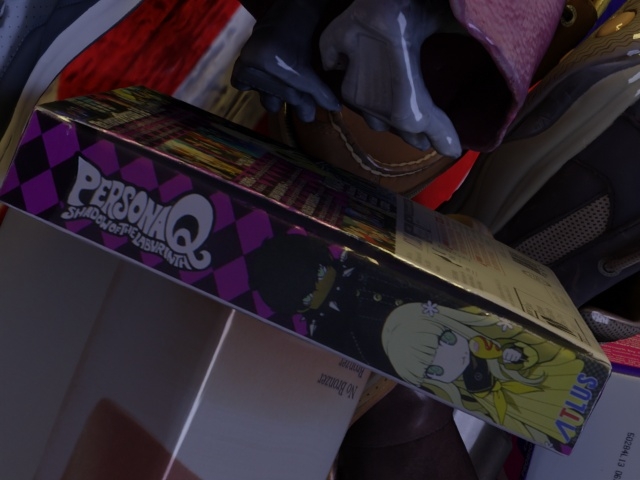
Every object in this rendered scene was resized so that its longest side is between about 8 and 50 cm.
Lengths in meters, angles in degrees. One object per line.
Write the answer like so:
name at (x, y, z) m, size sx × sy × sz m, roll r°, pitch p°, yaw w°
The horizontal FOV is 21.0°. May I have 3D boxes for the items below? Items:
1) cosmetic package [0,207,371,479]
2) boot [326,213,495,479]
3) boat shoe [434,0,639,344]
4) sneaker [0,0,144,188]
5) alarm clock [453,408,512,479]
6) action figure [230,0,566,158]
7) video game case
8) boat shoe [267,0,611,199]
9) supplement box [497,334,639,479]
cosmetic package at (-0.103, 0.141, 0.762) m, size 0.153 × 0.129 × 0.296 m, roll 24°, pitch 88°, yaw -62°
boot at (0.056, 0.127, 0.894) m, size 0.207 × 0.090 × 0.248 m, roll 36°, pitch 95°, yaw -30°
boat shoe at (0.119, 0.016, 0.930) m, size 0.132 × 0.130 × 0.355 m, roll -41°, pitch 173°, yaw -31°
sneaker at (-0.130, -0.105, 0.582) m, size 0.163 × 0.086 × 0.226 m, roll 92°, pitch 23°, yaw -50°
alarm clock at (0.031, 0.099, 0.968) m, size 0.064 × 0.129 × 0.192 m, roll -57°, pitch 139°, yaw -17°
action figure at (0.074, -0.222, 0.721) m, size 0.370 × 0.248 × 0.276 m, roll -57°, pitch 149°, yaw -5°
video game case at (0.000, 0.000, 0.673) m, size 0.232 × 0.210 × 0.042 m, roll -74°, pitch -172°, yaw -83°
boat shoe at (0.081, -0.126, 0.887) m, size 0.111 × 0.104 × 0.307 m, roll 49°, pitch 46°, yaw -12°
supplement box at (0.173, 0.103, 1.118) m, size 0.220 × 0.114 × 0.111 m, roll -94°, pitch -163°, yaw -77°
